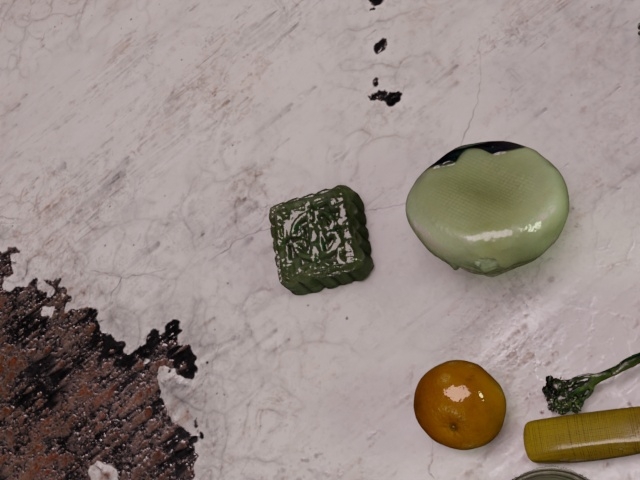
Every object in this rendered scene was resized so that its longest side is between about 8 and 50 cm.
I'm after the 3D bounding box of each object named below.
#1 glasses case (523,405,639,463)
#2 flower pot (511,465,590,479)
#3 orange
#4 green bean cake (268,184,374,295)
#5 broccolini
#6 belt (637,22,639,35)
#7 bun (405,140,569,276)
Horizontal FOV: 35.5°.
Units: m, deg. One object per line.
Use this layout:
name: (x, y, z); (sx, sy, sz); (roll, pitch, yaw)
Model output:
glasses case: (0.449, 0.318, 1.630); (0.234, 0.064, 0.079); (-12, 63, 18)
flower pot: (0.355, 0.466, 1.571); (0.235, 0.140, 0.235); (-8, 69, 22)
orange: (0.238, 0.275, 1.696); (0.159, 0.159, 0.136); (1, 30, 23)
green bean cake: (0.000, 0.000, 1.932); (0.183, 0.094, 0.185); (-14, 70, 16)
broccolini: (0.475, 0.214, 1.636); (0.254, 0.057, 0.071); (-33, 94, 28)
belt: (0.673, -0.363, 1.808); (0.179, 0.065, 0.100); (-12, 74, 16)
bun: (0.302, -0.040, 1.780); (0.283, 0.179, 0.283); (-8, 48, 9)
